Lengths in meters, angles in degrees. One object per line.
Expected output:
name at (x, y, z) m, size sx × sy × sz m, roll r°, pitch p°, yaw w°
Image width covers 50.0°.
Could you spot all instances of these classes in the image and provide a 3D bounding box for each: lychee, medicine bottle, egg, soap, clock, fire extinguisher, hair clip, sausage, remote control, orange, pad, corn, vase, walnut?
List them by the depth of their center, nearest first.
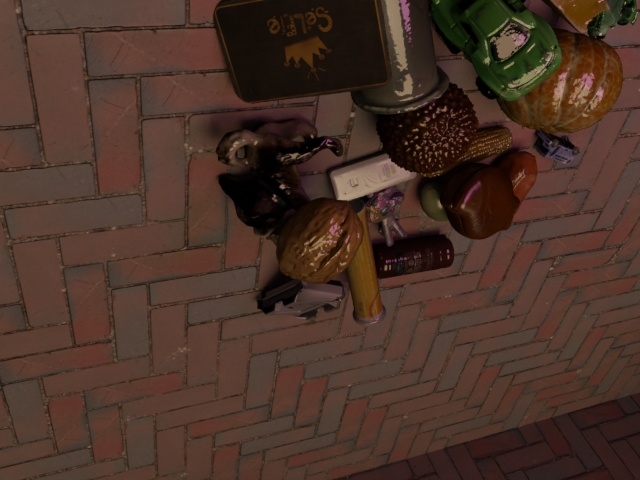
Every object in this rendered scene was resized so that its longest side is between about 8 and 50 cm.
pad at (-0.049, -0.439, 1.468) m, size 0.376 × 0.063 × 0.314 m, roll -5°, pitch 124°, yaw 14°
soap at (0.487, -0.608, 1.528) m, size 0.199 × 0.315 × 0.091 m, roll 25°, pitch 118°, yaw -43°
vase at (0.160, -0.476, 1.576) m, size 0.245 × 0.245 × 0.291 m, roll -21°, pitch 129°, yaw -7°
walnut at (0.000, 0.000, 1.733) m, size 0.198 × 0.198 × 0.245 m, roll 29°, pitch 99°, yaw -43°
lychee at (0.263, -0.300, 1.748) m, size 0.268 × 0.267 × 0.267 m, roll -15°, pitch 137°, yaw -14°
orange at (0.613, -0.407, 1.788) m, size 0.329 × 0.329 × 0.249 m, roll 13°, pitch 95°, yaw -36°
remote control at (0.148, -0.188, 1.950) m, size 0.250 × 0.034 × 0.103 m, roll -20°, pitch 109°, yaw -9°
corn at (0.421, -0.262, 2.007) m, size 0.320 × 0.097 × 0.097 m, roll -18°, pitch 138°, yaw -14°
hair clip at (0.197, -0.089, 2.061) m, size 0.137 × 0.090 × 0.278 m, roll -31°, pitch 139°, yaw -5°
medicine bottle at (0.120, 0.072, 2.080) m, size 0.108 × 0.108 × 0.426 m, roll -20°, pitch 127°, yaw -9°
egg at (0.362, -0.122, 2.095) m, size 0.114 × 0.114 × 0.152 m, roll -35°, pitch 139°, yaw 8°
clock at (-0.059, 0.185, 2.138) m, size 0.186 × 0.083 × 0.253 m, roll 13°, pitch 153°, yaw -36°
sausage at (0.581, -0.167, 2.157) m, size 0.133 × 0.133 × 0.258 m, roll 4°, pitch 127°, yaw -31°
fire extinguisher at (0.263, 0.049, 2.217) m, size 0.338 × 0.114 × 0.135 m, roll -10°, pitch 120°, yaw -21°

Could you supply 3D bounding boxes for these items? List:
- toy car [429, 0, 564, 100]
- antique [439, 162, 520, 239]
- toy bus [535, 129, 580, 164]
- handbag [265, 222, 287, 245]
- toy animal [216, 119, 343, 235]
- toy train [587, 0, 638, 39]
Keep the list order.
toy car at (0.397, -0.510, 1.613) m, size 0.213 × 0.358 × 0.176 m, roll -36°, pitch 165°, yaw 15°
antique at (0.462, -0.115, 2.012) m, size 0.278 × 0.129 × 0.223 m, roll 8°, pitch 103°, yaw -41°
toy bus at (0.735, -0.292, 2.152) m, size 0.167 × 0.073 × 0.076 m, roll 11°, pitch 128°, yaw -36°
handbag at (-0.029, 0.012, 2.024) m, size 0.183 × 0.117 × 0.270 m, roll -27°, pitch 144°, yaw 7°
toy animal at (-0.140, -0.153, 1.754) m, size 0.303 × 0.194 × 0.344 m, roll -8°, pitch 133°, yaw -29°
toy train at (0.695, -0.635, 1.702) m, size 0.133 × 0.188 × 0.243 m, roll -16°, pitch 139°, yaw -15°
